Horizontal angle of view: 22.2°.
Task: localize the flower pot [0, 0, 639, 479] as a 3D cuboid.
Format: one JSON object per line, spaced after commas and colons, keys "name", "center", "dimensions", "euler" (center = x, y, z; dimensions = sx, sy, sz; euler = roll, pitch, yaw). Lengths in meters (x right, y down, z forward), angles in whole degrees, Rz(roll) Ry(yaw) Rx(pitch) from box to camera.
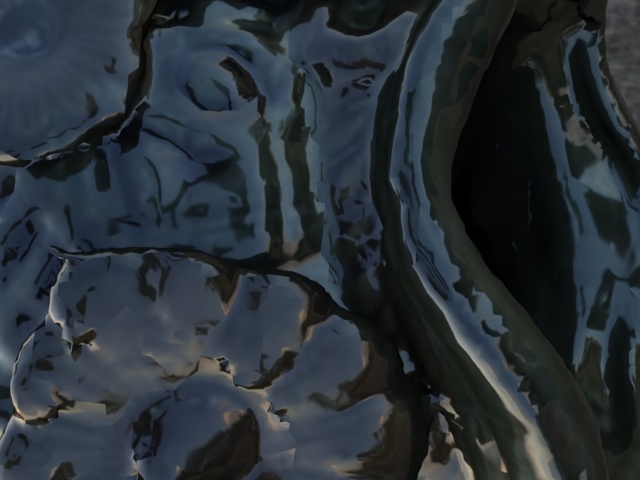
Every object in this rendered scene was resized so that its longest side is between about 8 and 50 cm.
{"name": "flower pot", "center": [0.000, 0.000, 0.576], "dimensions": [0.213, 0.302, 0.301], "euler": [-10, 81, 21]}
